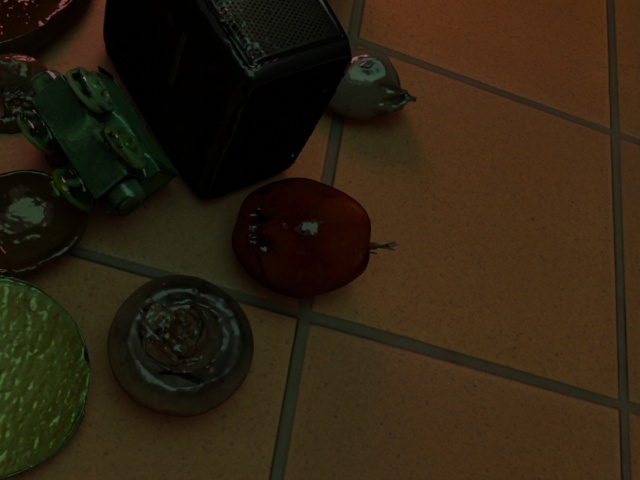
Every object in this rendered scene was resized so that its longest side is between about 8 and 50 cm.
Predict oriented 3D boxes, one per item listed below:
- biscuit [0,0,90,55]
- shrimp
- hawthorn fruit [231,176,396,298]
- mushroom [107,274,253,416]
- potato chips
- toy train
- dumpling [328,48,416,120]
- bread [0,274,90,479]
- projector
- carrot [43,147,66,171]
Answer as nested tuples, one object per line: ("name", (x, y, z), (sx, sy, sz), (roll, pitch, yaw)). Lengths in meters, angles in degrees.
("biscuit", (-0.611, -0.492, 1.457), (0.350, 0.070, 0.394), (37, 58, 3))
("shrimp", (-0.575, -0.242, 1.355), (0.236, 0.053, 0.133), (-21, 110, -21))
("hawthorn fruit", (0.000, 0.000, 1.372), (0.299, 0.211, 0.211), (5, 63, -29))
("mushroom", (-0.214, 0.157, 1.223), (0.226, 0.178, 0.227), (9, 53, -13))
("potato chips", (-0.486, -0.021, 1.275), (0.195, 0.062, 0.208), (27, 59, -3))
("toy train", (-0.370, -0.163, 1.307), (0.159, 0.188, 0.272), (-37, 81, 10))
("dumpling", (0.076, -0.331, 1.616), (0.247, 0.142, 0.172), (13, 26, -7))
("bread", (-0.476, 0.195, 1.132), (0.301, 0.045, 0.301), (7, 75, -27))
("projector", (-0.182, -0.332, 1.345), (0.242, 0.395, 0.405), (-25, 76, -30))
("carrot", (-0.469, -0.177, 1.376), (0.035, 0.035, 0.142), (-7, 64, -23))
